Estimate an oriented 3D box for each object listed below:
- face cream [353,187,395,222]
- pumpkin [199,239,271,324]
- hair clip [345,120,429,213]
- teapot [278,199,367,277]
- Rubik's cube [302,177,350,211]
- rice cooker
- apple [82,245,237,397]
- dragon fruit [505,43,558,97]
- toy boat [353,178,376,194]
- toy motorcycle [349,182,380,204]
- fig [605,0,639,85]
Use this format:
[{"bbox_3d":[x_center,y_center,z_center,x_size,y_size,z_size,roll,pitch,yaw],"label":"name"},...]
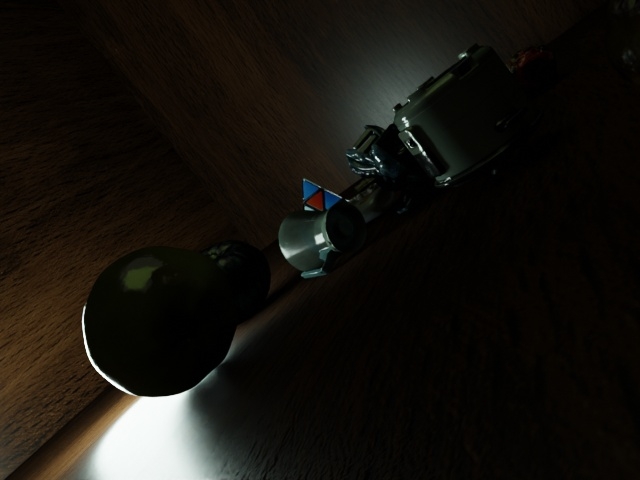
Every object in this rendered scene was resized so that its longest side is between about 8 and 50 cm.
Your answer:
[{"bbox_3d":[0.104,-0.072,1.629,0.291,0.071,0.144,-32,8,44],"label":"face cream"},{"bbox_3d":[-0.289,0.142,1.570,0.316,0.238,0.315,-25,23,12],"label":"pumpkin"},{"bbox_3d":[0.195,-0.199,1.330,0.194,0.206,0.310,-52,15,-1],"label":"hair clip"},{"bbox_3d":[0.000,0.000,1.365,0.225,0.171,0.203,-17,52,55],"label":"teapot"},{"bbox_3d":[0.013,-0.158,2.039,0.284,0.234,0.250,-36,6,24],"label":"Rubik's cube"},{"bbox_3d":[0.283,-0.226,1.001,0.241,0.227,0.280,-41,8,-12],"label":"rice cooker"},{"bbox_3d":[-0.361,0.181,1.182,0.357,0.357,0.357,-37,6,5],"label":"apple"},{"bbox_3d":[0.633,-0.509,1.580,0.172,0.160,0.166,-47,-21,-70],"label":"dragon fruit"},{"bbox_3d":[0.212,-0.219,2.033,0.226,0.088,0.068,-38,5,5],"label":"toy boat"},{"bbox_3d":[0.160,-0.140,1.817,0.225,0.073,0.152,-41,10,-36],"label":"toy motorcycle"},{"bbox_3d":[0.489,-0.367,0.747,0.191,0.290,0.190,-31,33,23],"label":"fig"}]
